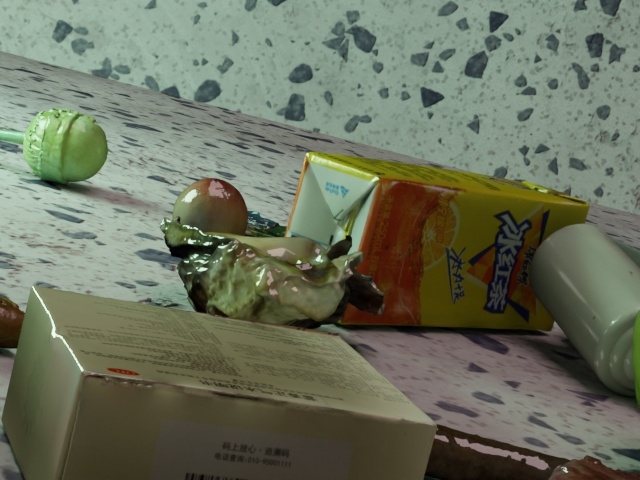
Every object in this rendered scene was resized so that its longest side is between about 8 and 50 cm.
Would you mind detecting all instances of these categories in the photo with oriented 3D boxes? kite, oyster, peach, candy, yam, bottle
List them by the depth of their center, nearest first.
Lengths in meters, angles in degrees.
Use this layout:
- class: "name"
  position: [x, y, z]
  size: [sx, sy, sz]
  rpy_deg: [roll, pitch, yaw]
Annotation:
- class: "yam"
  position: [0.055, 0.137, 1.082]
  size: [0.327, 0.045, 0.045]
  rpy_deg: [16, -26, -2]
- class: "oyster"
  position: [-0.046, 0.038, 1.330]
  size: [0.275, 0.100, 0.271]
  rpy_deg: [7, 1, 33]
- class: "bottle"
  position: [0.295, 0.079, 1.535]
  size: [0.104, 0.104, 0.245]
  rpy_deg: [12, 22, -20]
- class: "peach"
  position: [-0.116, -0.028, 1.661]
  size: [0.083, 0.083, 0.083]
  rpy_deg: [15, 10, -3]
- class: "candy"
  position: [-0.411, -0.128, 1.821]
  size: [0.336, 0.092, 0.093]
  rpy_deg: [10, 45, 11]
- class: "kite"
  position: [0.000, 0.000, 1.857]
  size: [0.234, 0.016, 0.321]
  rpy_deg: [21, 11, 32]

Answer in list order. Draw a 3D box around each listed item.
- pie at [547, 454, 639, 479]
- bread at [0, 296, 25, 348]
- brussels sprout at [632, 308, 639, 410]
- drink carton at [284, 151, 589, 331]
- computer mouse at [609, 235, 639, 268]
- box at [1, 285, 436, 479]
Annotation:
- class: "pie"
  position: [0.244, 0.199, 0.982]
  size: [0.219, 0.054, 0.204]
  rpy_deg: [16, 11, -14]
- class: "bread"
  position: [-0.251, 0.055, 1.086]
  size: [0.083, 0.036, 0.047]
  rpy_deg: [7, 16, -33]
- class: "brussels sprout"
  position: [0.381, 0.099, 1.209]
  size: [0.274, 0.242, 0.316]
  rpy_deg: [25, 8, 15]
- class: "drink carton"
  position: [0.122, 0.005, 1.598]
  size: [0.351, 0.154, 0.111]
  rpy_deg: [5, 14, -46]
- class: "computer mouse"
  position: [0.341, 0.031, 1.986]
  size: [0.288, 0.097, 0.159]
  rpy_deg: [23, 3, -31]
- class: "box"
  position: [-0.064, 0.106, 0.909]
  size: [0.212, 0.095, 0.168]
  rpy_deg: [11, 9, -22]
